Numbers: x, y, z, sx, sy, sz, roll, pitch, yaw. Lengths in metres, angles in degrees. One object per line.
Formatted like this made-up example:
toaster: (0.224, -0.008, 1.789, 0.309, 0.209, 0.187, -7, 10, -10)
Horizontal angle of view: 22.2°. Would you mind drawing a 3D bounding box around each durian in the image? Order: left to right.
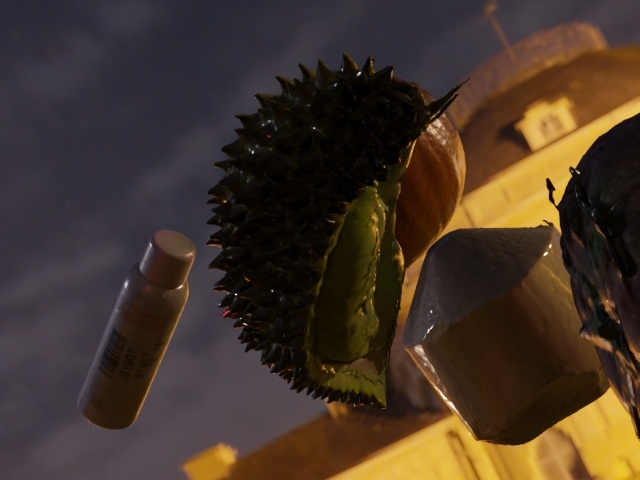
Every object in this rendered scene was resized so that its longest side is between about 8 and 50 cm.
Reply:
durian: (0.000, 0.000, 1.396, 0.169, 0.158, 0.352, -15, -50, -29)

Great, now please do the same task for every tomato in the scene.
tomato: (0.322, 0.025, 1.251, 0.239, 0.303, 0.303, -21, -21, -2)

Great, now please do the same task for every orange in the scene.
orange: (0.039, -0.062, 2.133, 0.310, 0.274, 0.274, -43, -18, -11)

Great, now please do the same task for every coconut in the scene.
coconut: (0.212, 0.093, 1.893, 0.239, 0.244, 0.239, -35, 11, 7)

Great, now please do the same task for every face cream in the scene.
face cream: (-0.215, 0.104, 1.937, 0.082, 0.082, 0.269, -7, -47, -40)

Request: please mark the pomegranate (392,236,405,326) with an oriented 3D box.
pomegranate: (0.016, 0.034, 1.571, 0.131, 0.152, 0.191, -42, -34, 1)
